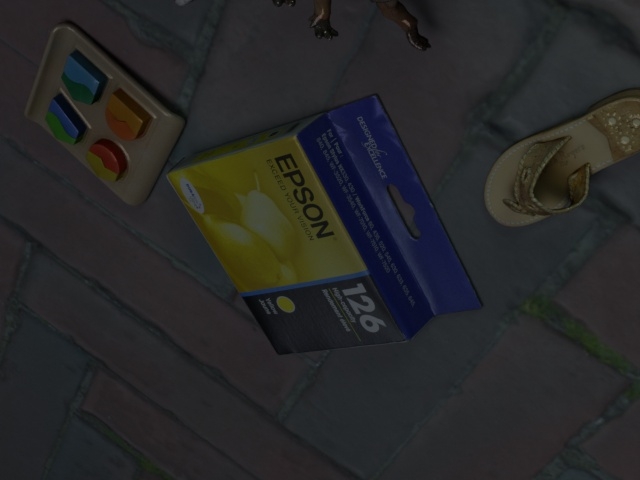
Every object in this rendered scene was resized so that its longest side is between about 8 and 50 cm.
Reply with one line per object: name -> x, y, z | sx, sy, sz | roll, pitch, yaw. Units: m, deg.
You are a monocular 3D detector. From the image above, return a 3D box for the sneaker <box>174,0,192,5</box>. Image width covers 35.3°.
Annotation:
sneaker -> -0.120, -0.310, 1.085 | 0.158, 0.061, 0.065 | -21, 104, 41

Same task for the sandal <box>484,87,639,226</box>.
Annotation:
sandal -> 0.239, -0.066, 1.021 | 0.088, 0.079, 0.240 | 47, 135, -6

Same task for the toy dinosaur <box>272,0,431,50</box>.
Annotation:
toy dinosaur -> 0.042, -0.302, 0.946 | 0.295, 0.127, 0.200 | 39, 130, 19

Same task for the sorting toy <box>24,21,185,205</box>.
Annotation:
sorting toy -> -0.295, -0.159, 1.331 | 0.208, 0.038, 0.193 | 39, 135, 1

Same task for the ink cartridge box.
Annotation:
ink cartridge box -> 0.000, 0.000, 1.242 | 0.307, 0.072, 0.304 | -11, 116, 41
